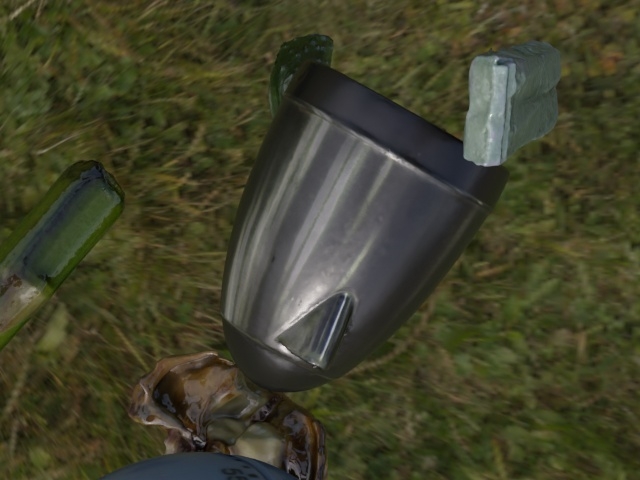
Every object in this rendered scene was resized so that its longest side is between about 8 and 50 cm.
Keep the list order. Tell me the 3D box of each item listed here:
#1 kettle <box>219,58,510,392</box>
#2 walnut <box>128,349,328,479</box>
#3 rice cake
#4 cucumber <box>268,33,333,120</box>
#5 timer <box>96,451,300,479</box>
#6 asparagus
[{"bbox_3d":[-0.003,-0.001,1.393,0.207,0.251,0.271,25,94,-53],"label":"kettle"},{"bbox_3d":[-0.089,0.238,1.681,0.204,0.141,0.238,-10,59,1],"label":"walnut"},{"bbox_3d":[0.154,-0.113,1.264,0.040,0.226,0.085,9,103,17],"label":"rice cake"},{"bbox_3d":[-0.026,-0.144,1.479,0.035,0.067,0.107,41,39,-31],"label":"cucumber"},{"bbox_3d":[-0.022,0.177,0.675,0.255,0.175,0.175,27,82,-52],"label":"timer"},{"bbox_3d":[-0.257,0.051,1.261,0.067,0.060,0.277,37,81,29],"label":"asparagus"}]
